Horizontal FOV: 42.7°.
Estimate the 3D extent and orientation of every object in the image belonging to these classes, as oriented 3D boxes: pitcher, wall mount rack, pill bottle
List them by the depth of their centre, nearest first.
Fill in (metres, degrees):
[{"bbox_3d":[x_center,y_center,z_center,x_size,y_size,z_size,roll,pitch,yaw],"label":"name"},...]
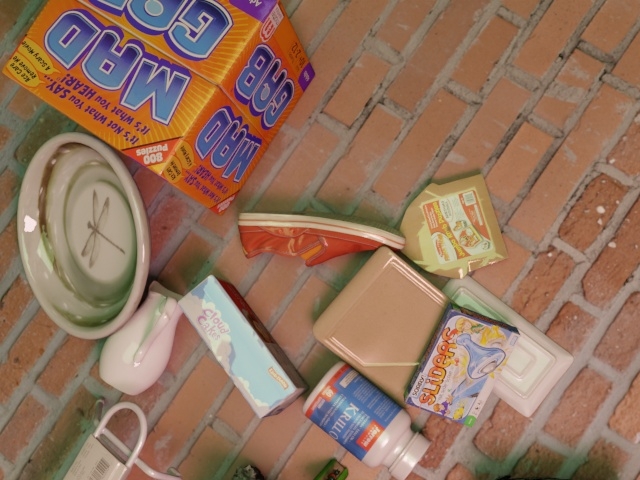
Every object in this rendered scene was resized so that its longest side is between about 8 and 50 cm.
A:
[{"bbox_3d":[0.086,0.332,1.488,0.221,0.124,0.124,36,88,13],"label":"pill bottle"},{"bbox_3d":[-0.417,0.440,1.497,0.304,0.130,0.350,28,85,38],"label":"wall mount rack"},{"bbox_3d":[-0.334,0.190,1.557,0.125,0.178,0.207,31,85,-10],"label":"pitcher"}]

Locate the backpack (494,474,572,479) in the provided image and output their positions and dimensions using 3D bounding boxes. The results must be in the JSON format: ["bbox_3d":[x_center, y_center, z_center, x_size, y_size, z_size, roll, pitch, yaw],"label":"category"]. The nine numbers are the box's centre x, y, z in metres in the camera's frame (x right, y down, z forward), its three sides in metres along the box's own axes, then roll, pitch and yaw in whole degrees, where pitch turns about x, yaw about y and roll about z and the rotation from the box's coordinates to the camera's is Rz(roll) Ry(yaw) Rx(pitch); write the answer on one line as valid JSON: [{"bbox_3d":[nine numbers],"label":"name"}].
[{"bbox_3d":[0.380,0.483,1.365,0.253,0.225,0.191,5,77,14],"label":"backpack"}]

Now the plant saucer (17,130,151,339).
[{"bbox_3d":[-0.441,-0.012,1.597,0.400,0.100,0.400,6,100,39],"label":"plant saucer"}]

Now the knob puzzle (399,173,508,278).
[{"bbox_3d":[0.240,-0.017,1.566,0.213,0.030,0.213,-1,81,9],"label":"knob puzzle"}]

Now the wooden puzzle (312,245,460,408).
[{"bbox_3d":[0.137,0.161,1.514,0.238,0.044,0.221,40,105,1],"label":"wooden puzzle"}]

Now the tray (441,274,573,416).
[{"bbox_3d":[0.320,0.188,1.520,0.270,0.030,0.145,38,88,13],"label":"tray"}]

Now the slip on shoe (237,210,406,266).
[{"bbox_3d":[0.000,0.000,1.567,0.331,0.123,0.101,3,96,13],"label":"slip on shoe"}]

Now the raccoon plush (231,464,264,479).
[{"bbox_3d":[-0.220,0.568,1.412,0.446,0.299,0.216,-35,77,3],"label":"raccoon plush"}]

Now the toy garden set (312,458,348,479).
[{"bbox_3d":[0.079,0.497,1.421,0.244,0.204,0.049,39,113,12],"label":"toy garden set"}]

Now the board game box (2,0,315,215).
[{"bbox_3d":[-0.277,-0.315,1.534,0.356,0.356,0.356,33,87,13],"label":"board game box"}]

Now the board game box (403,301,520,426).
[{"bbox_3d":[0.251,0.224,1.467,0.136,0.035,0.201,20,108,-7],"label":"board game box"}]

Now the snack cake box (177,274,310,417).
[{"bbox_3d":[-0.141,0.199,1.533,0.089,0.152,0.264,-39,77,2],"label":"snack cake box"}]
